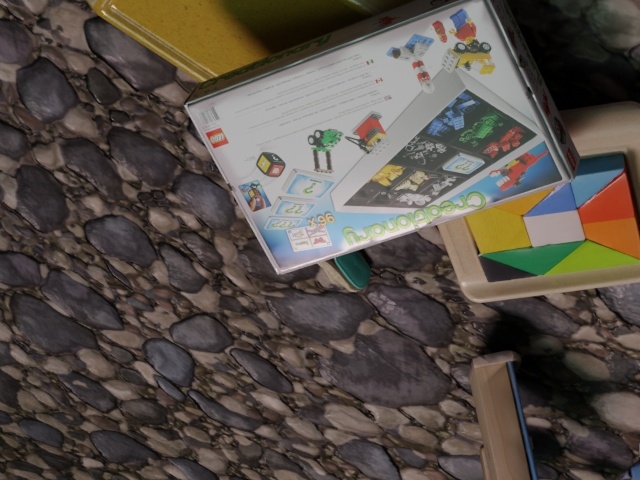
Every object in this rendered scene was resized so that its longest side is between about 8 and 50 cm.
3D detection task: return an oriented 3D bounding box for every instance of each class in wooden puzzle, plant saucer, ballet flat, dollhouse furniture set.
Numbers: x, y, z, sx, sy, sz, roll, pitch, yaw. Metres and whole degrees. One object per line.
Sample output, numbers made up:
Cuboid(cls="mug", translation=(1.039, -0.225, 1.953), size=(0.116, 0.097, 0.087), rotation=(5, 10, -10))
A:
Cuboid(cls="wooden puzzle", translation=(0.217, -0.025, 1.769), size=(0.221, 0.044, 0.239), rotation=(-8, 140, 14))
Cuboid(cls="plant saucer", translation=(-0.063, -0.231, 1.749), size=(0.333, 0.081, 0.333), rotation=(33, 148, -11))
Cuboid(cls="ballet flat", translation=(0.000, 0.000, 2.063), size=(0.052, 0.057, 0.168), rotation=(12, 146, 38))
Cuboid(cls="dollhouse furniture set", translation=(0.337, 0.221, 2.141), size=(0.303, 0.198, 0.286), rotation=(-10, 167, 0))

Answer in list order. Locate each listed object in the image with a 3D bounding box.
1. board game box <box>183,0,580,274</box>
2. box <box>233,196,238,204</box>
Cuboid(cls="board game box", translation=(0.054, -0.098, 1.677), size=(0.305, 0.053, 0.193), rotation=(-18, 114, 25))
Cuboid(cls="box", translation=(0.030, -0.085, 1.845), size=(0.184, 0.045, 0.190), rotation=(-1, 159, -27))
